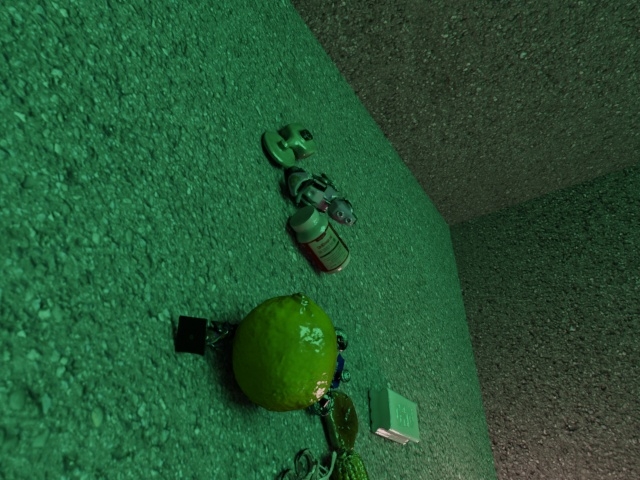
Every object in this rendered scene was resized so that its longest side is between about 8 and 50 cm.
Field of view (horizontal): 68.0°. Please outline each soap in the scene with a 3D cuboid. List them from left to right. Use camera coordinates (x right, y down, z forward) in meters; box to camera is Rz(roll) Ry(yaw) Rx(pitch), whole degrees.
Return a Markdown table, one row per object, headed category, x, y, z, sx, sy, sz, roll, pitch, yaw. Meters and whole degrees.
| category | x | y | z | sx | sy | sz | roll | pitch | yaw |
| --- | --- | --- | --- | --- | --- | --- | --- | --- | --- |
| soap | 0.288 | 0.680 | 1.835 | 0.265 | 0.087 | 0.160 | 41 | 38 | -44 |

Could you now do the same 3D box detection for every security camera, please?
| category | x | y | z | sx | sy | sz | roll | pitch | yaw |
| --- | --- | --- | --- | --- | --- | --- | --- | --- | --- |
| security camera | -0.111 | -0.368 | 1.798 | 0.157 | 0.080 | 0.301 | 55 | 29 | -4 |

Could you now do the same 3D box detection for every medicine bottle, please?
| category | x | y | z | sx | sy | sz | roll | pitch | yaw |
| --- | --- | --- | --- | --- | --- | --- | --- | --- | --- |
| medicine bottle | 0.000 | 0.000 | 1.710 | 0.250 | 0.131 | 0.131 | 53 | 31 | -31 |

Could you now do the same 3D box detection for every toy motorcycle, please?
| category | x | y | z | sx | sy | sz | roll | pitch | yaw |
| --- | --- | --- | --- | --- | --- | --- | --- | --- | --- |
| toy motorcycle | -0.002 | -0.160 | 1.748 | 0.327 | 0.143 | 0.188 | 39 | 16 | 0 |
| toy motorcycle | 0.004 | 0.387 | 1.484 | 0.169 | 0.113 | 0.315 | 43 | 44 | -25 |

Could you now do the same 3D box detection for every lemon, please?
| category | x | y | z | sx | sy | sz | roll | pitch | yaw |
| --- | --- | --- | --- | --- | --- | --- | --- | --- | --- |
| lemon | -0.088 | 0.274 | 1.182 | 0.268 | 0.268 | 0.322 | -41 | 135 | -62 |

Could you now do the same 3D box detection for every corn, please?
| category | x | y | z | sx | sy | sz | roll | pitch | yaw |
| --- | --- | --- | --- | --- | --- | --- | --- | --- | --- |
| corn | 0.109 | 0.768 | 1.416 | 0.115 | 0.115 | 0.318 | -25 | 100 | -64 |

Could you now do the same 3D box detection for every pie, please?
| category | x | y | z | sx | sy | sz | roll | pitch | yaw |
| --- | --- | --- | --- | --- | --- | --- | --- | --- | --- |
| pie | 0.067 | 0.579 | 1.534 | 0.195 | 0.046 | 0.195 | 44 | 36 | -44 |

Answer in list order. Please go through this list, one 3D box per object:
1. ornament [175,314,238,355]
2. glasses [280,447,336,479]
| category | x | y | z | sx | sy | sz | roll | pitch | yaw |
| --- | --- | --- | --- | --- | --- | --- | --- | --- | --- |
| ornament | -0.253 | 0.231 | 1.138 | 0.203 | 0.088 | 0.081 | 34 | 62 | -67 |
| glasses | -0.018 | 0.664 | 1.266 | 0.255 | 0.095 | 0.162 | -14 | 93 | -61 |
